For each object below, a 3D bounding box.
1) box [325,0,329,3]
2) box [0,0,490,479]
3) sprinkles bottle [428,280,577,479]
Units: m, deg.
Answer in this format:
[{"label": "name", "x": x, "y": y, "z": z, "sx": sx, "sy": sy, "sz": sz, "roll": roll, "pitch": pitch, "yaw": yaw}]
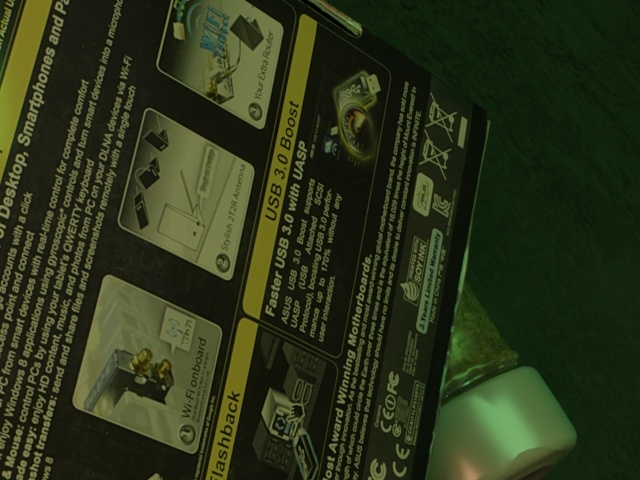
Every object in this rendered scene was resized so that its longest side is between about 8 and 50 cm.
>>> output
[{"label": "box", "x": -0.138, "y": -0.109, "z": 0.743, "sx": 0.231, "sy": 0.183, "sz": 0.056, "roll": 26, "pitch": 34, "yaw": -35}, {"label": "box", "x": -0.108, "y": 0.074, "z": 0.443, "sx": 0.318, "sy": 0.097, "sz": 0.395, "roll": 28, "pitch": 64, "yaw": -38}, {"label": "sprinkles bottle", "x": 0.000, "y": 0.000, "z": 0.867, "sx": 0.121, "sy": 0.121, "sz": 0.355, "roll": -3, "pitch": 56, "yaw": -57}]
